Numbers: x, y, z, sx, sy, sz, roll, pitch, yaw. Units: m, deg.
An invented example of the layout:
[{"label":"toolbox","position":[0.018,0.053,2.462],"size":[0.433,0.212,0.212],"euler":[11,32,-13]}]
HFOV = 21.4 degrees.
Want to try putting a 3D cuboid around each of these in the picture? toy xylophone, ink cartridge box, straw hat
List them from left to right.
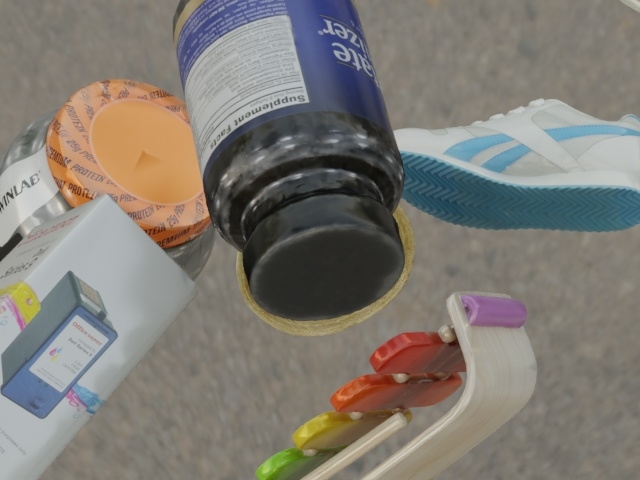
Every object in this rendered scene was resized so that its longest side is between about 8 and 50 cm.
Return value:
[{"label":"ink cartridge box","position":[-0.196,0.081,1.070],"size":[0.093,0.154,0.212],"euler":[48,66,-14]},{"label":"straw hat","position":[0.000,0.000,1.335],"size":[0.145,0.061,0.144],"euler":[-2,115,-4]},{"label":"toy xylophone","position":[0.029,0.159,1.327],"size":[0.323,0.236,0.081],"euler":[-38,69,15]}]

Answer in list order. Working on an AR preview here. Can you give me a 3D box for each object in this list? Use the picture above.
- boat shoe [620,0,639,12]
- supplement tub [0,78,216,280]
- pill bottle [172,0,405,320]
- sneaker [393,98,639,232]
[{"label":"boat shoe","position":[0.175,-0.246,1.089],"size":[0.254,0.079,0.095],"euler":[48,117,11]},{"label":"supplement tub","position":[-0.214,0.013,1.471],"size":[0.194,0.316,0.193],"euler":[18,48,-21]},{"label":"pill bottle","position":[-0.017,-0.064,1.042],"size":[0.123,0.122,0.219],"euler":[-12,54,-3]},{"label":"sneaker","position":[0.160,-0.067,1.403],"size":[0.229,0.087,0.092],"euler":[7,58,11]}]
